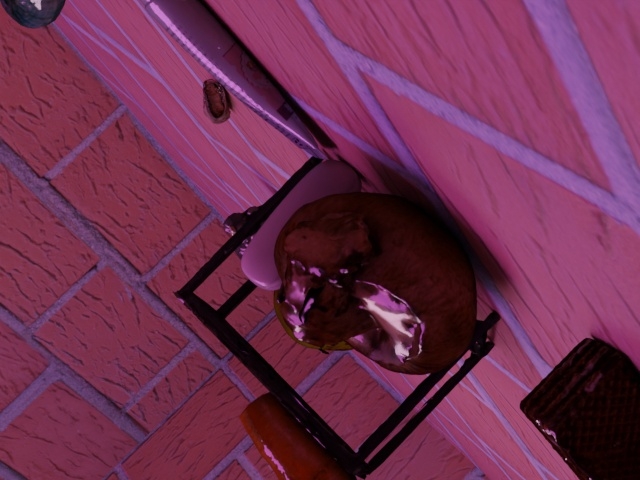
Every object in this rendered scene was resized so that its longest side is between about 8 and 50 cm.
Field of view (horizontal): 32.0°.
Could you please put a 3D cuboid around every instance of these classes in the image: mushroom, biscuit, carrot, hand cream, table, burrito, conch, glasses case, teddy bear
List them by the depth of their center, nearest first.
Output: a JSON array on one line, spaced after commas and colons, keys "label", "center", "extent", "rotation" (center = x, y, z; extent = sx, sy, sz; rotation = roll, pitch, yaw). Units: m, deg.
[{"label": "biscuit", "center": [0.311, 0.218, 1.135], "extent": [0.252, 0.106, 0.070], "rotation": [50, 174, -26]}, {"label": "mushroom", "center": [0.060, 0.044, 1.275], "extent": [0.263, 0.195, 0.283], "rotation": [34, -175, 25]}, {"label": "hand cream", "center": [-0.115, -0.217, 1.400], "extent": [0.331, 0.058, 0.085], "rotation": [48, 172, -14]}, {"label": "glasses case", "center": [-0.024, -0.021, 1.424], "extent": [0.074, 0.193, 0.049], "rotation": [33, 168, 33]}, {"label": "table", "center": [0.029, 0.109, 1.537], "extent": [0.335, 0.272, 0.222], "rotation": [44, 175, 15]}, {"label": "carrot", "center": [-0.033, 0.301, 1.544], "extent": [0.193, 0.087, 0.087], "rotation": [41, 173, 15]}, {"label": "burrito", "center": [-0.169, -0.220, 1.811], "extent": [0.055, 0.041, 0.149], "rotation": [59, 174, 4]}, {"label": "conch", "center": [-0.566, -0.515, 2.187], "extent": [0.202, 0.134, 0.196], "rotation": [-135, 44, -70]}, {"label": "teddy bear", "center": [-0.056, 0.023, 2.228], "extent": [0.251, 0.171, 0.144], "rotation": [40, 132, 30]}]

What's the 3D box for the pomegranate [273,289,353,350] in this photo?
[{"label": "pomegranate", "center": [0.015, 0.071, 1.823], "extent": [0.198, 0.198, 0.246], "rotation": [42, 160, 31]}]
